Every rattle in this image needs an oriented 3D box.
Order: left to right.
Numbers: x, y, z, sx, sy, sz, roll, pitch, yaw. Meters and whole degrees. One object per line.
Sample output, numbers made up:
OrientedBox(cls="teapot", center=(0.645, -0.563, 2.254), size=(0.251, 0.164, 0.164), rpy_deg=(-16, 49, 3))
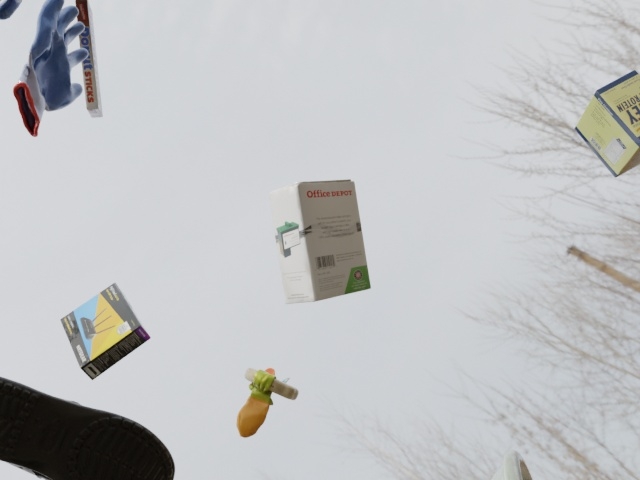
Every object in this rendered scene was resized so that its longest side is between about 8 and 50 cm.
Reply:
OrientedBox(cls="rattle", center=(-0.123, 0.353, 1.405), size=(0.130, 0.200, 0.142), rpy_deg=(10, -101, -12))

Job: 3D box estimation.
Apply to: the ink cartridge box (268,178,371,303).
OrientedBox(cls="ink cartridge box", center=(0.000, 0.000, 1.220), size=(0.160, 0.093, 0.219), rpy_deg=(-7, -93, -45))

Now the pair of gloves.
OrientedBox(cls="pair of gloves", center=(-0.239, -0.196, 0.537), size=(0.023, 0.159, 0.198), rpy_deg=(-1, -49, -2))

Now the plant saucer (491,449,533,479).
OrientedBox(cls="plant saucer", center=(0.289, 0.505, 0.883), size=(0.101, 0.400, 0.400), rpy_deg=(-18, -48, 15))

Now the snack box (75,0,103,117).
OrientedBox(cls="snack box", center=(-0.379, -0.296, 1.043), size=(0.022, 0.064, 0.178), rpy_deg=(-6, -91, -12))

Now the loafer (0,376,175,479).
OrientedBox(cls="loafer", center=(-0.231, 0.181, 0.582), size=(0.220, 0.078, 0.080), rpy_deg=(40, -115, -26))

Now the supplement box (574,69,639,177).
OrientedBox(cls="supplement box", center=(0.358, -0.136, 0.750), size=(0.056, 0.083, 0.083), rpy_deg=(-28, -21, -8))

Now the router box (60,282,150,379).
OrientedBox(cls="router box", center=(-0.428, 0.175, 1.261), size=(0.133, 0.179, 0.046), rpy_deg=(-36, -50, -14))
